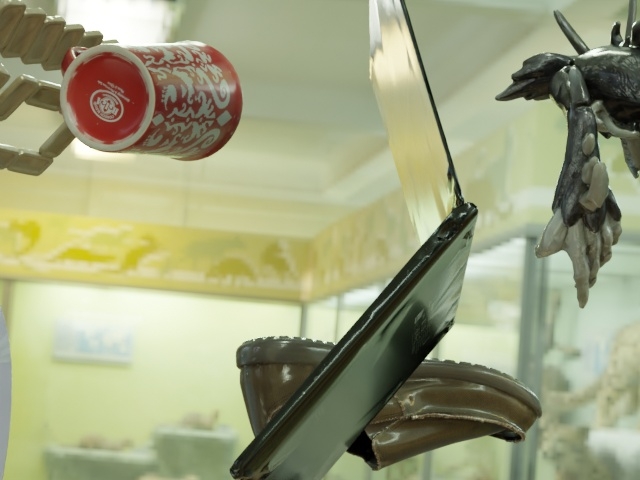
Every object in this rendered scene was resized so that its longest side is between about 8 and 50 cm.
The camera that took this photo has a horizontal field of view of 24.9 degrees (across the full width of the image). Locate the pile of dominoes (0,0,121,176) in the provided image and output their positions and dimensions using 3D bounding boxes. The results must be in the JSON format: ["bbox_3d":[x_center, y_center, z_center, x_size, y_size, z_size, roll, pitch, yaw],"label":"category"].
[{"bbox_3d":[-0.305,-0.157,1.448,0.196,0.040,0.251,-43,-21,16],"label":"pile of dominoes"}]

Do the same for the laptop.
[{"bbox_3d":[0.000,0.000,1.241,0.236,0.408,0.382,39,-11,13],"label":"laptop"}]

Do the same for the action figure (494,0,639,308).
[{"bbox_3d":[0.190,-0.030,0.763,0.164,0.141,0.276,-7,32,-8],"label":"action figure"}]

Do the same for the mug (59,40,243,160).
[{"bbox_3d":[-0.169,-0.124,1.301,0.150,0.113,0.169,-2,4,18],"label":"mug"}]

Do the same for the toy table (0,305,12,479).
[{"bbox_3d":[-0.354,0.151,1.122,0.161,0.274,0.252,-5,-51,14],"label":"toy table"}]

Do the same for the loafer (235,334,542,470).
[{"bbox_3d":[0.074,0.196,1.635,0.366,0.130,0.134,10,-13,-16],"label":"loafer"}]
